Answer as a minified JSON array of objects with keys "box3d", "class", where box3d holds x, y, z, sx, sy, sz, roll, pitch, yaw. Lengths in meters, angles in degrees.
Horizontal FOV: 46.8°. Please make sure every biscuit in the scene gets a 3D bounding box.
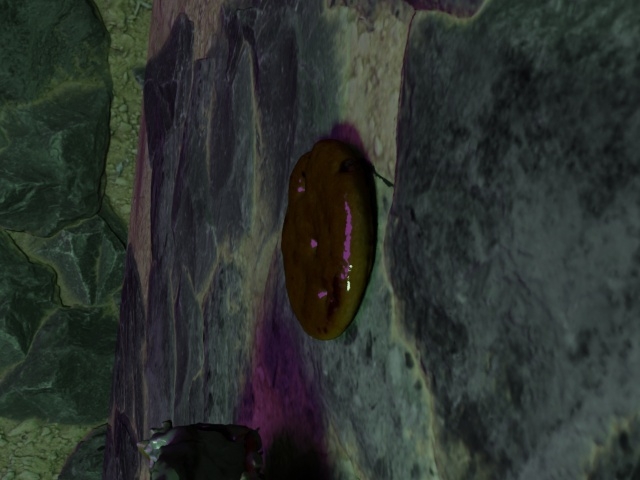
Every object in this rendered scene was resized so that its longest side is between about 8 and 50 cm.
[{"box3d":[0.000,0.000,0.778,0.212,0.036,0.212,-177,90,-68],"class":"biscuit"}]

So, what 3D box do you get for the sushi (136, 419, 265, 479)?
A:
[{"box3d":[-0.151,0.386,0.790,0.417,0.176,0.417,-164,90,-80],"class":"sushi"}]
